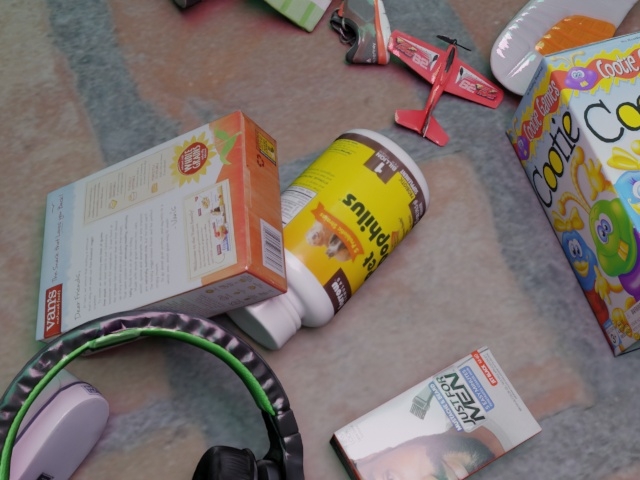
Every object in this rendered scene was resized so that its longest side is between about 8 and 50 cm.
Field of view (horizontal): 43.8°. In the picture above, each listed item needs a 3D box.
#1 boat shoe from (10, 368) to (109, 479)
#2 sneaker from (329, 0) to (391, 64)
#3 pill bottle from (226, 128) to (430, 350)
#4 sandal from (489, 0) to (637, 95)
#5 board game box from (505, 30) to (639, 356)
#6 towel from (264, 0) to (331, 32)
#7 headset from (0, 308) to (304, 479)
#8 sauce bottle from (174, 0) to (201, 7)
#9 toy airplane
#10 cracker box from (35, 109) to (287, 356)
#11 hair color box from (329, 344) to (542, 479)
[{"bbox_3d":[-0.291,0.218,0.669,0.084,0.095,0.258,28,63,26],"label":"boat shoe"},{"bbox_3d":[0.040,-0.274,0.923,0.064,0.061,0.158,-9,66,-1],"label":"sneaker"},{"bbox_3d":[0.000,0.000,0.762,0.117,0.117,0.215,38,69,13],"label":"pill bottle"},{"bbox_3d":[0.295,-0.261,0.922,0.265,0.076,0.102,-44,99,-9],"label":"sandal"},{"bbox_3d":[0.318,-0.049,0.793,0.142,0.144,0.275,-15,67,-10],"label":"board game box"},{"bbox_3d":[-0.012,-0.325,0.889,0.152,0.113,0.023,-56,40,11],"label":"towel"},{"bbox_3d":[-0.109,0.246,0.596,0.243,0.185,0.395,-15,89,-19],"label":"headset"},{"bbox_3d":[-0.027,-0.374,0.935,0.344,0.111,0.111,-29,71,-14],"label":"sauce bottle"},{"bbox_3d":[0.133,-0.169,0.894,0.151,0.028,0.151,7,69,-19],"label":"toy airplane"},{"bbox_3d":[-0.146,-0.001,0.717,0.232,0.067,0.156,-18,61,24],"label":"cracker box"},{"bbox_3d":[0.103,0.178,0.725,0.167,0.053,0.093,-27,71,-14],"label":"hair color box"}]
